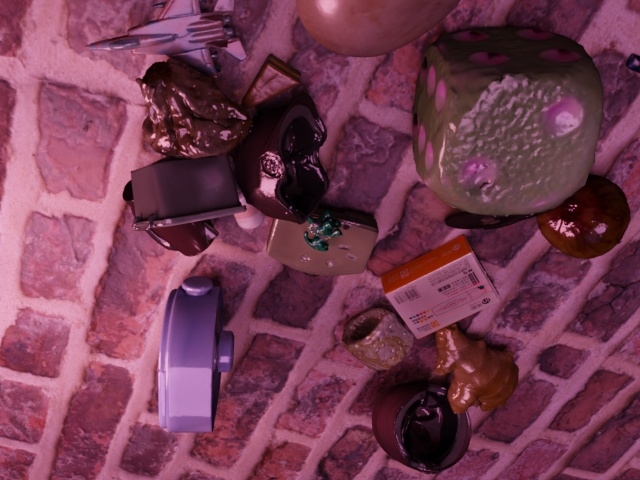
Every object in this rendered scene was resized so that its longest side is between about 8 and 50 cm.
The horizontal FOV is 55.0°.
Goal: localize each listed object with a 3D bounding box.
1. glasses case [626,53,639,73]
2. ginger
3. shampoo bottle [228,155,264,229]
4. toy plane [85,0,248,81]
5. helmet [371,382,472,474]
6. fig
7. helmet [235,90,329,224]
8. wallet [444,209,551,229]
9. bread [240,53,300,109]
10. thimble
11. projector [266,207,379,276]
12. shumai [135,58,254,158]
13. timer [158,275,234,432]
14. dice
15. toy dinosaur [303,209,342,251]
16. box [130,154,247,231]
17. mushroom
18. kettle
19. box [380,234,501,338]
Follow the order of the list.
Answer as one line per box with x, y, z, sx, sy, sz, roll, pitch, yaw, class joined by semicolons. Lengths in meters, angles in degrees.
0.743;-0.398;1.408;0.083;0.023;0.034;16;121;-13;glasses case
0.445;0.394;1.885;0.375;0.166;0.236;33;111;-11;ginger
-0.202;-0.119;1.523;0.073;0.074;0.192;-17;123;9;shampoo bottle
-0.325;-0.430;1.284;0.326;0.104;0.223;-4;124;5;toy plane
0.302;0.581;1.947;0.338;0.271;0.197;22;167;-37;helmet
0.702;-0.035;1.585;0.217;0.217;0.320;-40;141;22;fig
-0.101;-0.188;1.409;0.177;0.225;0.306;7;118;27;helmet
0.420;-0.054;1.483;0.170;0.321;0.044;-1;88;-3;wallet
-0.116;-0.332;1.377;0.084;0.074;0.139;29;118;-18;bread
0.171;0.283;1.783;0.190;0.137;0.143;-35;117;24;thimble
0.000;0.000;1.608;0.269;0.088;0.194;11;124;-11;projector
-0.283;-0.265;1.267;0.218;0.184;0.185;25;170;21;shumai
-0.316;0.281;1.625;0.173;0.395;0.395;3;125;-4;timer
0.377;-0.257;1.307;0.330;0.322;0.319;-3;125;-3;dice
-0.005;-0.024;1.511;0.096;0.059;0.132;-33;126;23;toy dinosaur
-0.298;-0.107;1.358;0.163;0.243;0.135;-4;98;47;box
0.107;-0.519;1.132;0.362;0.362;0.295;-32;80;18;mushroom
-0.378;-0.059;1.522;0.202;0.144;0.232;-12;129;27;kettle
0.337;0.136;1.720;0.273;0.091;0.221;-26;123;14;box
